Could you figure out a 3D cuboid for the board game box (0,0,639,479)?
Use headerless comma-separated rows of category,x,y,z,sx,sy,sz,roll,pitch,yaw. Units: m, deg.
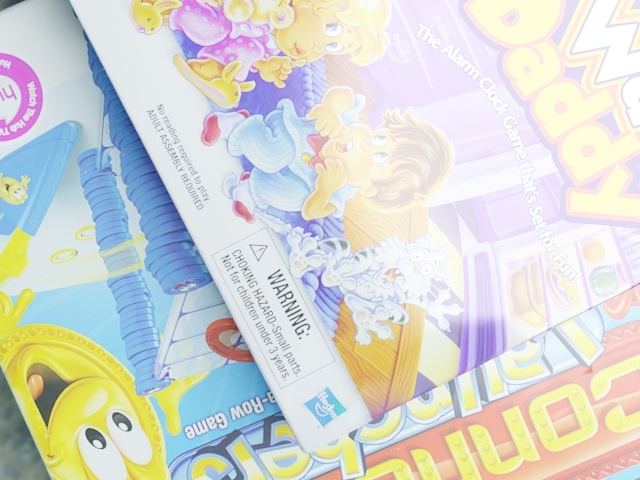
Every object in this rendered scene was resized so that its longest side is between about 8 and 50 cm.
board game box,0.000,0.000,0.899,0.308,0.086,0.302,-24,94,3

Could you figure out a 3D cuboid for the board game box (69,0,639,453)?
board game box,0.018,-0.122,0.806,0.233,0.078,0.347,-27,94,3
